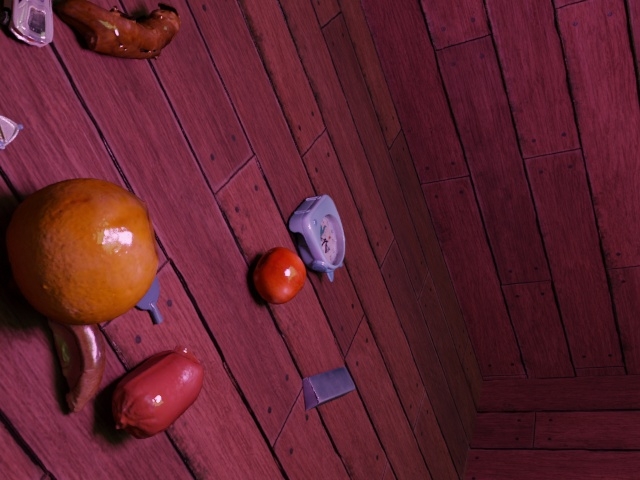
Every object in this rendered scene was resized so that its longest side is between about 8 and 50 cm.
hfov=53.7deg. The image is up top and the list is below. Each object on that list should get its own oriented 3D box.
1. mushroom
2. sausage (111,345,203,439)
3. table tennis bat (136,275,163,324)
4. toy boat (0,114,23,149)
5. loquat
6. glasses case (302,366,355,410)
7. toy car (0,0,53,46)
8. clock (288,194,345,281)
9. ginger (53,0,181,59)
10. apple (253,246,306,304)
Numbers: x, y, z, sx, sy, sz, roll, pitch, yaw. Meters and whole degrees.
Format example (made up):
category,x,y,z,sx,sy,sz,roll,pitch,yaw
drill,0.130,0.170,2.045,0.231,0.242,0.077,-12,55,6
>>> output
category,x,y,z,sx,sy,sz,roll,pitch,yaw
mushroom,-0.456,0.217,1.204,0.072,0.094,0.209,-17,93,-59
sausage,-0.339,0.320,1.336,0.254,0.148,0.148,-27,106,-62
table tennis bat,-0.393,0.119,1.425,0.100,0.019,0.155,-50,124,-56
toy boat,-0.594,-0.184,1.088,0.173,0.059,0.069,-30,109,-61
loquat,-0.428,0.021,1.137,0.275,0.275,0.274,28,58,-57
glasses case,0.032,0.484,2.084,0.266,0.056,0.105,4,79,-62
toy car,-0.568,-0.480,1.232,0.095,0.056,0.204,11,73,-60
clock,0.000,0.000,2.133,0.223,0.094,0.274,-51,128,-55
ginger,-0.436,-0.474,1.431,0.309,0.107,0.133,-30,122,-57
apple,-0.119,0.098,1.808,0.139,0.163,0.163,52,37,-21
